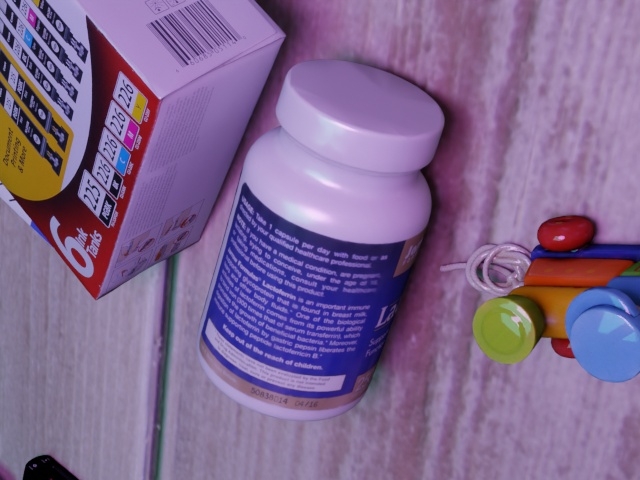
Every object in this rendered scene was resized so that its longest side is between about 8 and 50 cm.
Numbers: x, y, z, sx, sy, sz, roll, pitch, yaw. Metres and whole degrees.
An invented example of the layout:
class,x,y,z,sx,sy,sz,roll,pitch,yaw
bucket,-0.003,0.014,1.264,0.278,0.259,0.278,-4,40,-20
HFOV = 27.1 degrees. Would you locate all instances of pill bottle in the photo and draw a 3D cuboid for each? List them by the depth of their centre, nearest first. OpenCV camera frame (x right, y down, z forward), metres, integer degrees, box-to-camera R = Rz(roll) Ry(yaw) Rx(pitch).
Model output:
class,x,y,z,sx,sy,sz,roll,pitch,yaw
pill bottle,0.000,0.000,1.056,0.153,0.153,0.265,34,124,25

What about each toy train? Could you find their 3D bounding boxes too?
class,x,y,z,sx,sy,sz,roll,pitch,yaw
toy train,0.154,0.048,0.954,0.248,0.143,0.105,0,105,39

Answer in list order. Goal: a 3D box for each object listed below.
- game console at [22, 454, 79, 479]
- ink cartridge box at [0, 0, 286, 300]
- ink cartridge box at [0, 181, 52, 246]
class,x,y,z,sx,sy,sz,roll,pitch,yaw
game console,-0.378,0.305,1.542,0.361,0.044,0.213,33,122,25
ink cartridge box,-0.198,-0.147,1.125,0.272,0.130,0.309,49,146,14
ink cartridge box,-0.269,-0.062,1.322,0.207,0.046,0.097,41,128,20
